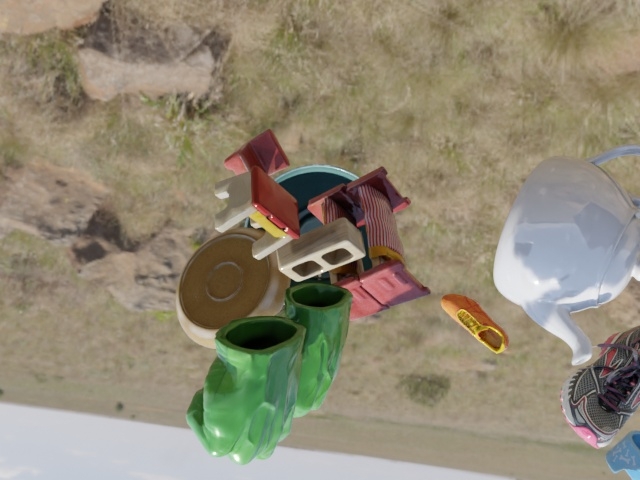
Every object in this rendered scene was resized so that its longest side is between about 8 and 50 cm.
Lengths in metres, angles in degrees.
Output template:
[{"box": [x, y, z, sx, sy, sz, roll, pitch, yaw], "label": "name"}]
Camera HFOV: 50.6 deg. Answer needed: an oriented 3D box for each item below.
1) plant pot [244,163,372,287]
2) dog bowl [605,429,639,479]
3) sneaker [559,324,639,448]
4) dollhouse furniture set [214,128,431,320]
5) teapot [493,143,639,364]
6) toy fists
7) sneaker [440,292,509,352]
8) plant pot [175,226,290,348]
[{"box": [0.000, 0.000, 1.422, 0.293, 0.292, 0.196, 7, 178, 3], "label": "plant pot"}, {"box": [0.707, 0.498, 1.368, 0.166, 0.074, 0.297, 16, -161, -14], "label": "dog bowl"}, {"box": [0.534, 0.243, 1.210, 0.121, 0.299, 0.112, 45, 146, 7], "label": "sneaker"}, {"box": [0.011, -0.045, 1.020, 0.152, 0.201, 0.374, -23, 144, 22], "label": "dollhouse furniture set"}, {"box": [0.386, 0.003, 0.988, 0.187, 0.255, 0.253, 23, -147, 29], "label": "teapot"}, {"box": [-0.049, 0.142, 0.751, 0.096, 0.142, 0.279, 12, -166, 19], "label": "toy fists"}, {"box": [0.337, 0.174, 1.473, 0.175, 0.064, 0.067, 36, -163, 19], "label": "sneaker"}, {"box": [-0.166, 0.076, 1.214, 0.237, 0.236, 0.032, 0, 155, 26], "label": "plant pot"}]
